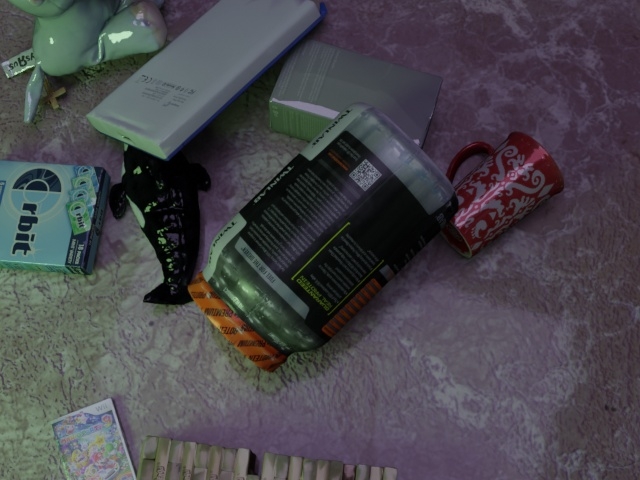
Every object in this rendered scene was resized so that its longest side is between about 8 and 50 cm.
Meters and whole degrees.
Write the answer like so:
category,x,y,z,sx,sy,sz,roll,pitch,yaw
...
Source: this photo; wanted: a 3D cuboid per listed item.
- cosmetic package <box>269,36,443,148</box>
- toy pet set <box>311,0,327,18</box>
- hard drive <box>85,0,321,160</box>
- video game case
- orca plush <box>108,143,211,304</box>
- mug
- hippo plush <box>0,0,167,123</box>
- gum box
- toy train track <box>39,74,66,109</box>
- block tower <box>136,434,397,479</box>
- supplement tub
category,x,y,z,sx,sy,sz,roll,pitch,yaw
cosmetic package,0.053,-0.204,1.250,0.237,0.107,0.127,20,71,4
toy pet set,-0.018,-0.392,1.349,0.122,0.065,0.114,-7,36,-5
hard drive,-0.174,-0.255,1.231,0.210,0.040,0.319,24,63,44
video game case,-0.305,0.285,1.121,0.087,0.011,0.122,-21,72,-7
orca plush,-0.239,-0.053,1.192,0.151,0.102,0.287,0,71,0
mug,0.243,-0.065,1.213,0.169,0.150,0.113,-40,111,-9
hippo plush,-0.387,-0.380,1.223,0.294,0.236,0.234,-28,64,-4
gum box,-0.413,-0.035,1.213,0.184,0.041,0.157,4,70,6
toy train track,-0.426,-0.236,1.305,0.048,0.014,0.083,-28,67,-2
block tower,-0.075,0.318,1.066,0.335,0.097,0.091,6,70,3
supplement tub,0.000,0.000,1.101,0.338,0.207,0.207,-44,76,-1
